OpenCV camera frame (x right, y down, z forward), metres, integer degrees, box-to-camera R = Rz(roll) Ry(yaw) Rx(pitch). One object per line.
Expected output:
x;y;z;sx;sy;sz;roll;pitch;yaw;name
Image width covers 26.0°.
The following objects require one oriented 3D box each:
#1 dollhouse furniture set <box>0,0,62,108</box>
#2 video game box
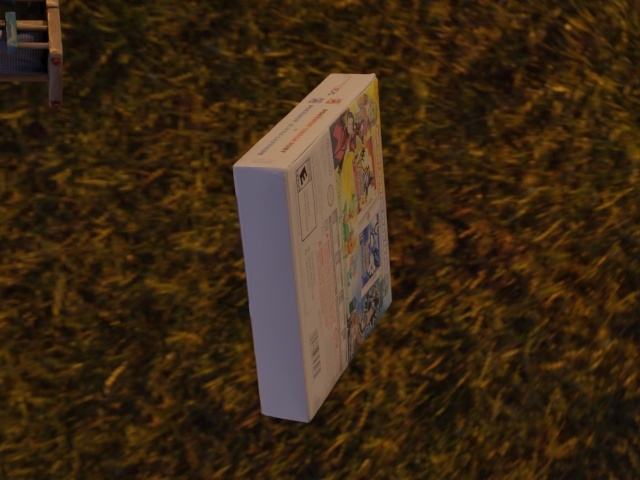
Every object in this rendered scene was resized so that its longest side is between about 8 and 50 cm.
-0.289;-0.220;1.186;0.129;0.183;0.129;-2;50;-14;dollhouse furniture set
0.000;0.000;1.042;0.048;0.187;0.205;7;118;23;video game box
